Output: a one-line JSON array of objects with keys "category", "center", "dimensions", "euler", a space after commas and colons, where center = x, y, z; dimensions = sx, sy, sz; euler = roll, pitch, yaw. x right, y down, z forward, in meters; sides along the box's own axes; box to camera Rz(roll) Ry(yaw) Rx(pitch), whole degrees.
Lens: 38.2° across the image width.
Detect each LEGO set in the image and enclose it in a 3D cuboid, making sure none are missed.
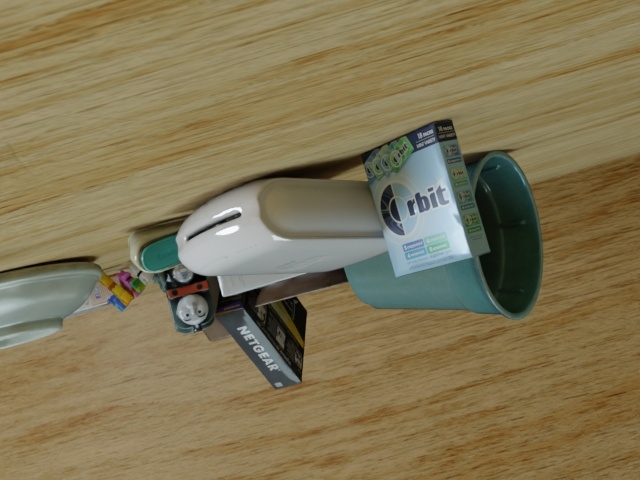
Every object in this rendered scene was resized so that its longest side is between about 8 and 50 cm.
[{"category": "LEGO set", "center": [-0.448, 0.094, 2.072], "dimensions": [0.087, 0.093, 0.227], "euler": [-48, -175, -22]}]

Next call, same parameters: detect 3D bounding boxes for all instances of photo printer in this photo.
[{"category": "photo printer", "center": [-0.046, -0.016, 1.387], "dimensions": [0.307, 0.107, 0.256], "euler": [0, 166, -38]}]

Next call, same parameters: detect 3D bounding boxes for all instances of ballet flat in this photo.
[{"category": "ballet flat", "center": [-0.195, -0.011, 1.501], "dimensions": [0.248, 0.086, 0.086], "euler": [-13, 176, -27]}]

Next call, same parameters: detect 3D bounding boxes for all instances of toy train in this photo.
[{"category": "toy train", "center": [-0.311, 0.124, 2.178], "dimensions": [0.142, 0.190, 0.334], "euler": [-16, 177, -11]}]

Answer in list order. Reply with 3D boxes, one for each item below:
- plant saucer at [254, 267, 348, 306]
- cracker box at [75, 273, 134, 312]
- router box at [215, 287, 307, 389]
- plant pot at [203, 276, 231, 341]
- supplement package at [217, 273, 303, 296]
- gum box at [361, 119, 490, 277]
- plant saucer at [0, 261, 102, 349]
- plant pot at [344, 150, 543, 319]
[{"category": "plant saucer", "center": [-0.007, 0.093, 2.136], "dimensions": [0.310, 0.050, 0.310], "euler": [-14, 176, -1]}, {"category": "cracker box", "center": [-0.593, 0.146, 2.305], "dimensions": [0.232, 0.067, 0.156], "euler": [-17, 176, -4]}, {"category": "router box", "center": [-0.139, 0.182, 2.297], "dimensions": [0.081, 0.309, 0.243], "euler": [-17, -140, 19]}, {"category": "plant pot", "center": [-0.254, 0.140, 2.459], "dimensions": [0.263, 0.229, 0.263], "euler": [-16, 178, 0]}, {"category": "supplement package", "center": [-0.092, 0.019, 1.920], "dimensions": [0.244, 0.134, 0.139], "euler": [-16, 178, 6]}, {"category": "gum box", "center": [0.142, -0.054, 1.276], "dimensions": [0.041, 0.184, 0.157], "euler": [-15, 177, -37]}, {"category": "plant saucer", "center": [-0.587, 0.140, 1.683], "dimensions": [0.400, 0.101, 0.400], "euler": [-15, 173, -2]}, {"category": "plant pot", "center": [0.246, 0.005, 1.946], "dimensions": [0.334, 0.341, 0.341], "euler": [-7, -177, 35]}]
